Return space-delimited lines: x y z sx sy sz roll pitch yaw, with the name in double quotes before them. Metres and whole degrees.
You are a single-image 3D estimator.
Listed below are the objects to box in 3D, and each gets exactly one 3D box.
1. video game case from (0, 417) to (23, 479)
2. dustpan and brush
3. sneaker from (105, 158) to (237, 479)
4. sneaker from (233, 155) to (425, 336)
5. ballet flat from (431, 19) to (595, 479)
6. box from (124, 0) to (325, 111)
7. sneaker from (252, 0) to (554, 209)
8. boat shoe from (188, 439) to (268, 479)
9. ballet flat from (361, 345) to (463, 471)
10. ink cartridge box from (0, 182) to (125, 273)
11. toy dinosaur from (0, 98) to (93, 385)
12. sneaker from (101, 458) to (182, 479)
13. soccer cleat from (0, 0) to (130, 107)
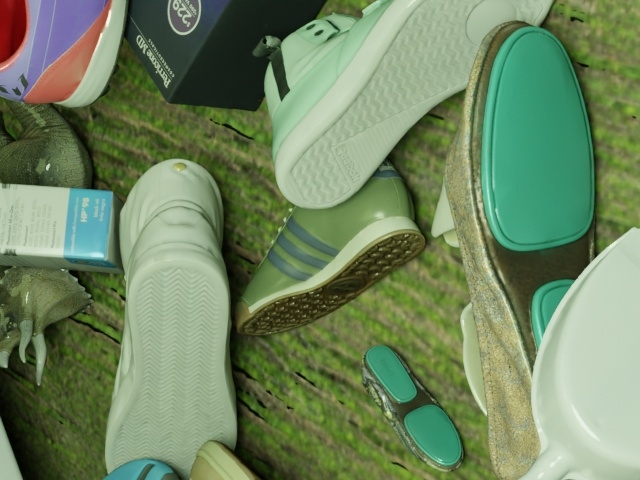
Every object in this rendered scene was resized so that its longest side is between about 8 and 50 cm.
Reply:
"video game case" -0.346 0.179 1.442 0.329 0.036 0.300 65 154 25
"dustpan and brush" 0.163 0.111 0.913 0.147 0.211 0.060 47 164 12
"sneaker" -0.119 0.075 1.256 0.169 0.108 0.292 -96 14 -50
"sneaker" 0.000 0.000 1.155 0.192 0.064 0.086 -33 59 40
"ballet flat" 0.124 0.018 0.999 0.106 0.107 0.316 -18 76 56
"box" -0.103 -0.259 1.233 0.261 0.103 0.184 55 128 30
"sneaker" 0.050 -0.154 1.082 0.256 0.094 0.151 -42 36 18
"boat shoe" -0.043 0.235 1.101 0.098 0.109 0.302 -50 28 -4
"ballet flat" 0.066 0.127 1.105 0.041 0.041 0.114 -55 54 30
"ink cartridge box" -0.257 -0.012 1.281 0.180 0.104 0.060 4 83 2
"toy dinosaur" -0.260 -0.041 1.401 0.160 0.121 0.313 16 97 32
"sneaker" -0.150 0.342 1.255 0.125 0.139 0.341 24 104 54
"soccer cleat" -0.197 -0.258 1.172 0.108 0.116 0.318 28 110 43
